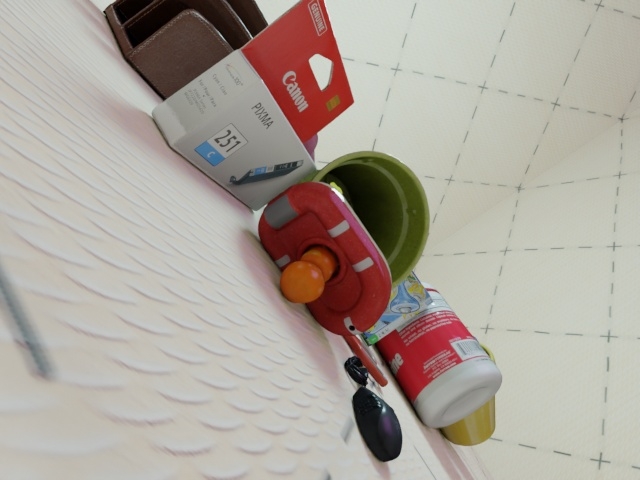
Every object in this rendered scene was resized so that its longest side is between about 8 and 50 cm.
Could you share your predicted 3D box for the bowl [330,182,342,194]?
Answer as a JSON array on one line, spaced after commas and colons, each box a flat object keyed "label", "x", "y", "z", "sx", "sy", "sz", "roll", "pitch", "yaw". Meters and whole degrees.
[{"label": "bowl", "x": 0.085, "y": -0.040, "z": 1.236, "sx": 0.289, "sy": 0.156, "sz": 0.289, "roll": 38, "pitch": 44, "yaw": -49}]

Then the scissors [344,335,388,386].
[{"label": "scissors", "x": 0.036, "y": 0.150, "z": 0.857, "sx": 0.297, "sy": 0.021, "sz": 0.109, "roll": 55, "pitch": 3, "yaw": -18}]

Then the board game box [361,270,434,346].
[{"label": "board game box", "x": 0.161, "y": 0.148, "z": 1.138, "sx": 0.136, "sy": 0.201, "sz": 0.035, "roll": 56, "pitch": -22, "yaw": 12}]

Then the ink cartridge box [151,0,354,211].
[{"label": "ink cartridge box", "x": -0.059, "y": -0.179, "z": 0.692, "sx": 0.066, "sy": 0.261, "sz": 0.296, "roll": 56, "pitch": 4, "yaw": 17}]

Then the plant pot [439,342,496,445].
[{"label": "plant pot", "x": 0.416, "y": 0.466, "z": 1.397, "sx": 0.254, "sy": 0.254, "sz": 0.239, "roll": -111, "pitch": -178, "yaw": -75}]

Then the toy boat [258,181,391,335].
[{"label": "toy boat", "x": -0.005, "y": 0.040, "z": 0.653, "sx": 0.231, "sy": 0.151, "sz": 0.151, "roll": 54, "pitch": 34, "yaw": -7}]

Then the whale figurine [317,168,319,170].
[{"label": "whale figurine", "x": -0.064, "y": -0.181, "z": 1.403, "sx": 0.272, "sy": 0.141, "sz": 0.216, "roll": 38, "pitch": -2, "yaw": -15}]

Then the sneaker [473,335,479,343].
[{"label": "sneaker", "x": 0.324, "y": 0.281, "z": 1.405, "sx": 0.112, "sy": 0.296, "sz": 0.131, "roll": -26, "pitch": 113, "yaw": -63}]

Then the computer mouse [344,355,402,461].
[{"label": "computer mouse", "x": 0.071, "y": 0.210, "z": 0.630, "sx": 0.071, "sy": 0.041, "sz": 0.242, "roll": 54, "pitch": 3, "yaw": -10}]

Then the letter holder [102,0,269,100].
[{"label": "letter holder", "x": -0.163, "y": -0.300, "z": 0.793, "sx": 0.152, "sy": 0.214, "sz": 0.302, "roll": 58, "pitch": 4, "yaw": 33}]

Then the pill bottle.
[{"label": "pill bottle", "x": 0.267, "y": 0.261, "z": 1.241, "sx": 0.229, "sy": 0.229, "sz": 0.407, "roll": 51, "pitch": 6, "yaw": -49}]

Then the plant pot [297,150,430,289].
[{"label": "plant pot", "x": 0.036, "y": -0.047, "z": 0.953, "sx": 0.276, "sy": 0.276, "sz": 0.254, "roll": 54, "pitch": -11, "yaw": -23}]

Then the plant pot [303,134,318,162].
[{"label": "plant pot", "x": -0.094, "y": -0.200, "z": 1.143, "sx": 0.180, "sy": 0.201, "sz": 0.201, "roll": 74, "pitch": -11, "yaw": -45}]
